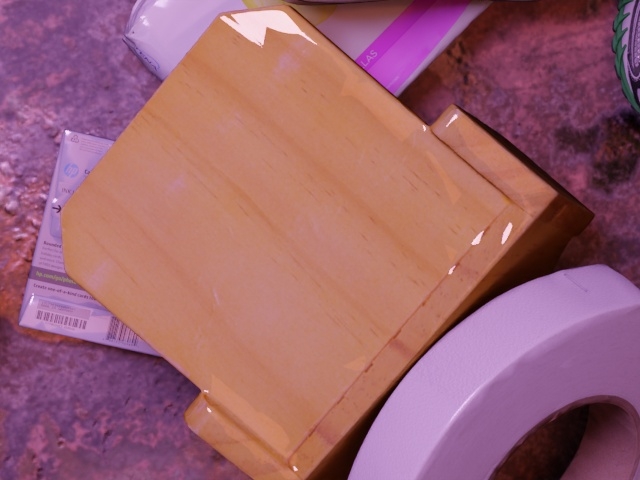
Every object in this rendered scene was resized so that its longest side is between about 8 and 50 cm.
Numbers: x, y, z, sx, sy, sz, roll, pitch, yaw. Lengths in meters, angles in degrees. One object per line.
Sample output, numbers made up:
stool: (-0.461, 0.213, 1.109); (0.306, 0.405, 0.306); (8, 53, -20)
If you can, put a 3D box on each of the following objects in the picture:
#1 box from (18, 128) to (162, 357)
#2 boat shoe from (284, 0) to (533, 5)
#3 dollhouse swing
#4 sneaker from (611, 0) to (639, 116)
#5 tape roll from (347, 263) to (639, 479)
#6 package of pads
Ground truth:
box: (-0.189, 0.003, 1.434); (0.145, 0.038, 0.186); (13, 93, -11)
boat shoe: (0.155, -0.308, 1.328); (0.500, 0.156, 0.186); (-15, 79, -37)
dollhouse swing: (0.000, 0.000, 1.383); (0.305, 0.315, 0.347); (42, 99, 16)
sneaker: (0.384, -0.263, 1.460); (0.134, 0.146, 0.343); (20, 92, -11)
tape roll: (0.191, 0.208, 1.394); (0.392, 0.072, 0.392); (-21, 130, -27)
package of pads: (-0.009, -0.216, 1.416); (0.229, 0.101, 0.296); (45, 86, -11)
